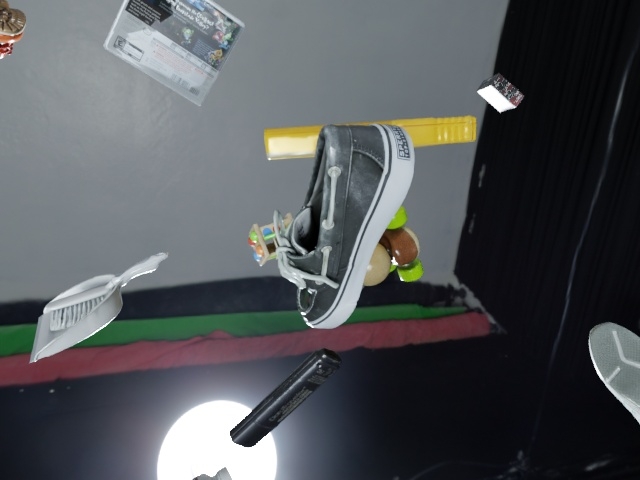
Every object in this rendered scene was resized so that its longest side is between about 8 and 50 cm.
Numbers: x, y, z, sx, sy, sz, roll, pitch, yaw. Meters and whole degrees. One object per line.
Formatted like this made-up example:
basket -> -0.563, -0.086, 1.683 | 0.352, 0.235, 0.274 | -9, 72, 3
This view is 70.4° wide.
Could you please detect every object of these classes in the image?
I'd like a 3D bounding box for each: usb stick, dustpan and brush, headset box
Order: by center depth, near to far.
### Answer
dustpan and brush -> -0.320, 0.078, 0.668 | 0.211, 0.061, 0.147 | -21, -154, -19
usb stick -> -0.073, 0.317, 0.907 | 0.077, 0.278, 0.045 | 34, -164, -41
headset box -> 0.386, -0.312, 0.970 | 0.083, 0.032, 0.062 | 37, 178, -12

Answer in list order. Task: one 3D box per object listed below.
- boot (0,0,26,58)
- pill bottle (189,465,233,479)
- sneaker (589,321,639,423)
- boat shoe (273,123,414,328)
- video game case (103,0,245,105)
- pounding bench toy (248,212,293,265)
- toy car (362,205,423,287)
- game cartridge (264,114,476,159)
boot -> -0.495, -0.320, 0.705 | 0.059, 0.085, 0.158 | -14, -140, -38
pill bottle -> -0.303, 0.638, 1.075 | 0.216, 0.121, 0.121 | -24, -153, -25
sneaker -> 0.319, 0.154, 0.447 | 0.152, 0.053, 0.061 | 63, -169, 26
boat shoe -> 0.001, 0.003, 0.518 | 0.104, 0.306, 0.113 | 0, -126, -19
video game case -> -0.259, -0.367, 0.812 | 0.190, 0.173, 0.022 | 29, -159, -23
pounding bench toy -> -0.065, -0.005, 0.649 | 0.065, 0.052, 0.083 | -19, 170, -22
toy car -> 0.090, 0.037, 0.898 | 0.188, 0.155, 0.148 | -36, -152, -26
game cartridge -> 0.074, -0.180, 0.792 | 0.323, 0.053, 0.285 | -6, -168, -1
